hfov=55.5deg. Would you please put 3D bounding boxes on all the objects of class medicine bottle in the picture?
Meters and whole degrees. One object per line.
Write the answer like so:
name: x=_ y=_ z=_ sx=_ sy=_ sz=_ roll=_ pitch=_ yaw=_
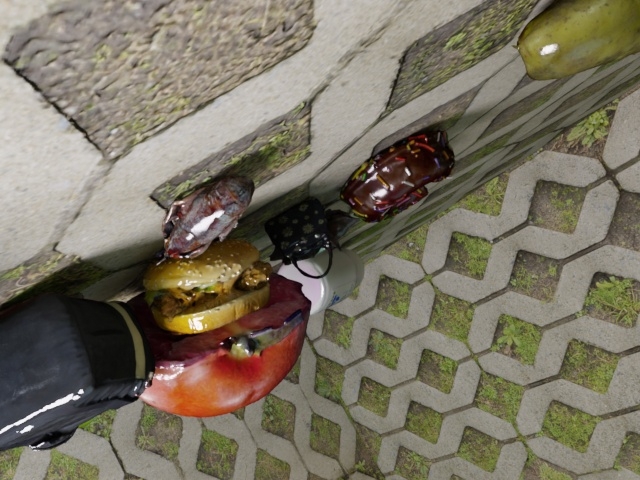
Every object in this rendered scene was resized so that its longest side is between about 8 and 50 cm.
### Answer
medicine bottle: x=0.009 y=0.108 z=1.767 sx=0.170 sy=0.170 sz=0.293 roll=-34 pitch=172 yaw=28

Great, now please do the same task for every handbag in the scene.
handbag: x=-0.024 y=0.005 z=1.101 sx=0.115 sy=0.139 sz=0.072 roll=-28 pitch=160 yaw=1
handbag: x=-0.364 y=0.171 z=0.801 sx=0.254 sy=0.181 sz=0.181 roll=-29 pitch=165 yaw=6

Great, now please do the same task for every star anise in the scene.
star anise: x=-0.008 y=-0.015 z=1.206 sx=0.182 sy=0.065 sz=0.195 roll=-13 pitch=-160 yaw=34

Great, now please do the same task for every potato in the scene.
potato: x=0.357 y=-0.282 z=0.775 sx=0.251 sy=0.113 sz=0.149 roll=-20 pitch=178 yaw=-8

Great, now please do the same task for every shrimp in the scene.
shrimp: x=-0.151 y=-0.022 z=0.751 sx=0.190 sy=0.075 sz=0.073 roll=-41 pitch=-173 yaw=31

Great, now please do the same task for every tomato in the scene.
tomato: x=-0.177 y=0.174 z=1.040 sx=0.334 sy=0.176 sz=0.289 roll=-21 pitch=-150 yaw=-25

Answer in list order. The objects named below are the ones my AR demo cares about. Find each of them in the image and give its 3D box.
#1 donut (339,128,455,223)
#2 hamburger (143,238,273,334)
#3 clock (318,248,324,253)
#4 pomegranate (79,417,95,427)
donut: x=0.147 y=-0.111 z=1.137 sx=0.216 sy=0.096 sz=0.230 roll=-22 pitch=170 yaw=-45
hamburger: x=-0.162 y=0.061 z=0.913 sx=0.190 sy=0.118 sz=0.182 roll=-7 pitch=-164 yaw=14
clock: x=0.000 y=0.000 z=1.512 sx=0.135 sy=0.041 sz=0.101 roll=-33 pitch=171 yaw=15
pomegranate: x=-0.569 y=0.341 z=1.376 sx=0.122 sy=0.143 sz=0.169 roll=17 pitch=-172 yaw=-34
